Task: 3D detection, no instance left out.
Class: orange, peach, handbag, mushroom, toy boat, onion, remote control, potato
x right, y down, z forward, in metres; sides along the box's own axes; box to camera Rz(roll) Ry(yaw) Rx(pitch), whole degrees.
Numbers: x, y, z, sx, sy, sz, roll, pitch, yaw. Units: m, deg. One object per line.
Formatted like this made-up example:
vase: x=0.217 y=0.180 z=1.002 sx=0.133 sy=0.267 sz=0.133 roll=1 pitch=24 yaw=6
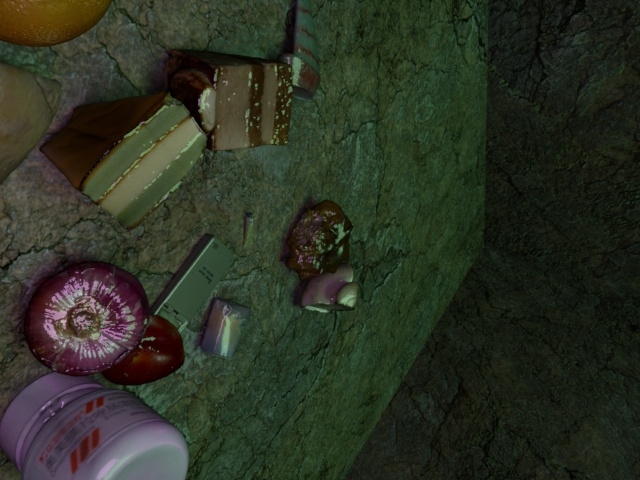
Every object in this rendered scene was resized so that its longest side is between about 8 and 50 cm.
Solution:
orange: x=-0.420 y=-0.393 z=0.716 sx=0.236 sy=0.236 sz=0.236 roll=-32 pitch=131 yaw=-45
peach: x=-0.407 y=0.285 z=1.203 sx=0.189 sy=0.068 sz=0.279 roll=-50 pitch=142 yaw=-4
handbag: x=-0.265 y=0.257 z=1.401 sx=0.117 sy=0.095 sz=0.173 roll=25 pitch=82 yaw=-54
mushroom: x=0.016 y=0.154 z=1.716 sx=0.162 sy=0.236 sz=0.173 roll=6 pitch=77 yaw=-22
toy boat: x=-0.048 y=-0.532 z=1.344 sx=0.206 sy=0.096 sz=0.282 roll=-5 pitch=98 yaw=-62
onion: x=-0.462 y=0.151 z=1.007 sx=0.230 sy=0.163 sz=0.230 roll=0 pitch=90 yaw=-18
remote control: x=-0.336 y=0.123 z=1.281 sx=0.285 sy=0.038 sz=0.123 roll=-57 pitch=144 yaw=-17
potato: x=-0.500 y=-0.136 z=0.750 sx=0.211 sy=0.189 sz=0.264 roll=12 pitch=96 yaw=-58

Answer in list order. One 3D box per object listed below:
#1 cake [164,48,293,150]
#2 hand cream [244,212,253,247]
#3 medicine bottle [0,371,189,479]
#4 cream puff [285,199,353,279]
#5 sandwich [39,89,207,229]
cake: x=-0.221 y=-0.301 z=1.089 sx=0.293 sy=0.198 sz=0.196 roll=-21 pitch=128 yaw=-46
hand cream: x=-0.202 y=-0.030 z=1.414 sx=0.035 sy=0.022 sz=0.102 roll=-29 pitch=134 yaw=-47
medicine bottle: x=-0.451 y=0.417 z=0.990 sx=0.256 sy=0.325 sz=0.256 roll=-31 pitch=131 yaw=-44
cream puff: x=0.000 y=0.000 z=1.618 sx=0.241 sy=0.155 sz=0.269 roll=-5 pitch=117 yaw=-50
sandwich: x=-0.360 y=-0.176 z=0.928 sx=0.227 sy=0.198 sz=0.155 roll=-47 pitch=145 yaw=-10
